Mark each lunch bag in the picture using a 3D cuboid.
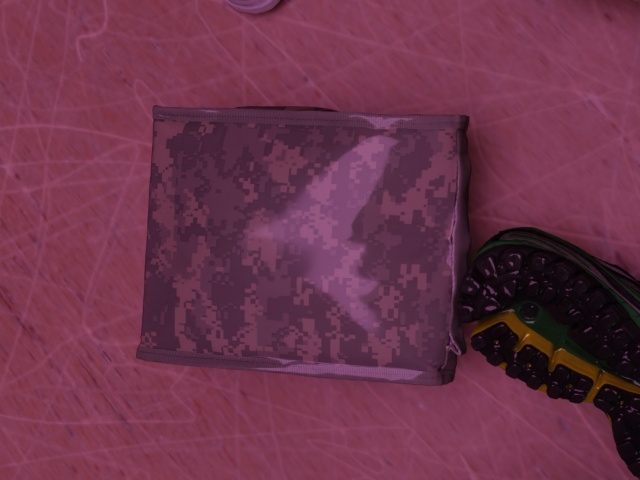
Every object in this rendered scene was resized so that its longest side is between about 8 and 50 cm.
[{"bbox_3d":[0.000,0.000,1.206,0.287,0.169,0.235,5,93,23],"label":"lunch bag"}]

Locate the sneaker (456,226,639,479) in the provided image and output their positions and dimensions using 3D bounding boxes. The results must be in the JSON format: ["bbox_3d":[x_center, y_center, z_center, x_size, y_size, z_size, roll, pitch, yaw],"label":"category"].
[{"bbox_3d":[0.274,0.098,1.136,0.343,0.146,0.134,39,115,-3],"label":"sneaker"}]

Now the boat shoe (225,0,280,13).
[{"bbox_3d":[-0.065,-0.351,1.252,0.098,0.096,0.277,7,94,18],"label":"boat shoe"}]

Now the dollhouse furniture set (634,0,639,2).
[{"bbox_3d":[0.287,-0.316,1.080,0.161,0.212,0.242,17,124,16],"label":"dollhouse furniture set"}]
